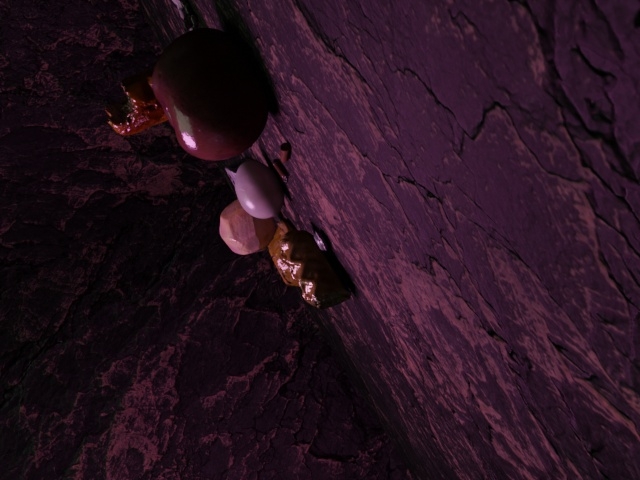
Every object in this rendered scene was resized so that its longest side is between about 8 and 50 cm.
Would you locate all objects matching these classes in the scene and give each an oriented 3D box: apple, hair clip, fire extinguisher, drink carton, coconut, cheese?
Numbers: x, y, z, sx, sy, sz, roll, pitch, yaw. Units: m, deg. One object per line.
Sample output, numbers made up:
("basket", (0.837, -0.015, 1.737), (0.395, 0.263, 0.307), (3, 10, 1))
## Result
("apple", (-0.265, -0.345, 1.366), (0.305, 0.235, 0.305), (59, 170, 17))
("hair clip", (-0.414, -0.685, 1.736), (0.172, 0.049, 0.116), (55, 166, 48))
("fire extinguisher", (-0.116, -0.204, 1.678), (0.083, 0.023, 0.028), (55, 134, 25))
("drink carton", (-0.293, -0.248, 2.286), (0.130, 0.107, 0.315), (62, 171, -19))
("coconut", (-0.297, -0.047, 2.321), (0.198, 0.236, 0.236), (-5, 125, 32))
("cheese", (0.000, 0.000, 1.677), (0.067, 0.026, 0.120), (61, 179, -9))

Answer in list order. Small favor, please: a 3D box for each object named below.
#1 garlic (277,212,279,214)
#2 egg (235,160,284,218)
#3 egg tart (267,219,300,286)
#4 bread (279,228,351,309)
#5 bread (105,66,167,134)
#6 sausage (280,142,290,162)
("garlic", (-0.211, -0.155, 2.088), (0.147, 0.102, 0.159), (28, 142, 39))
("egg", (-0.206, -0.170, 1.886), (0.209, 0.151, 0.151), (60, 172, 14))
("egg tart", (-0.115, 0.077, 2.258), (0.341, 0.132, 0.341), (59, 173, 12))
("bread", (-0.026, 0.081, 1.721), (0.152, 0.130, 0.267), (10, -138, -57))
("bread", (-0.453, -0.435, 1.674), (0.185, 0.381, 0.109), (82, 163, -70))
("sausage", (-0.092, -0.225, 1.472), (0.026, 0.026, 0.116), (59, 172, 5))
